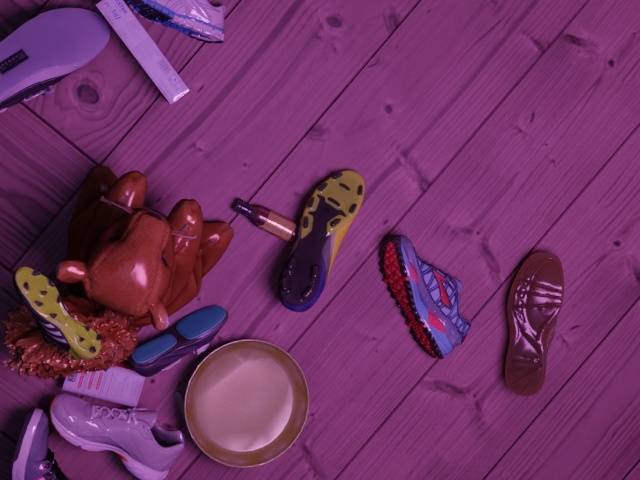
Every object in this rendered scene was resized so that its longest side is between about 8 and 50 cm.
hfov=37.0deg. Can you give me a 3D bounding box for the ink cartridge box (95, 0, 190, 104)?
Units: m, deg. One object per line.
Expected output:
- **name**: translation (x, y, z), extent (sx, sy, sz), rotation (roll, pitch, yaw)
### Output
- **ink cartridge box**: translation (-0.308, -0.334, 1.668), extent (0.046, 0.097, 0.207), rotation (-37, 104, -2)

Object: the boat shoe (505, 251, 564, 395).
- **boat shoe**: translation (0.419, 0.161, 1.898), extent (0.105, 0.089, 0.285), rotation (12, 95, 14)

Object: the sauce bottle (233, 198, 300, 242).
- **sauce bottle**: translation (-0.101, -0.039, 1.784), extent (0.128, 0.042, 0.042), rotation (27, 93, -11)

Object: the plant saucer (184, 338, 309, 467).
- **plant saucer**: translation (-0.141, 0.305, 1.804), extent (0.241, 0.037, 0.240), rotation (0, 89, -18)

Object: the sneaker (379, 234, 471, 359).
- **sneaker**: translation (0.207, 0.093, 1.847), extent (0.125, 0.104, 0.261), rotation (-32, 108, -22)

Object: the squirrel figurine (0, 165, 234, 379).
- **squirrel figurine**: translation (-0.338, 0.086, 1.591), extent (0.281, 0.370, 0.397), rotation (33, 92, -14)

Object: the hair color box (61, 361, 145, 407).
- **hair color box**: translation (-0.400, 0.257, 1.776), extent (0.141, 0.043, 0.072), rotation (17, 96, -14)

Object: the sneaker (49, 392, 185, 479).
- **sneaker**: translation (-0.365, 0.336, 1.755), extent (0.262, 0.099, 0.121), rotation (34, 114, -21)

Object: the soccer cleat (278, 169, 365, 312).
- **soccer cleat**: translation (-0.001, 0.000, 1.787), extent (0.093, 0.121, 0.289), rotation (23, 74, 6)

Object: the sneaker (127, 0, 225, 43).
- **sneaker**: translation (-0.248, -0.412, 1.673), extent (0.191, 0.071, 0.082), rotation (16, 83, -37)

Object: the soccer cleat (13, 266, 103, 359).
- **soccer cleat**: translation (-0.399, 0.114, 1.413), extent (0.072, 0.060, 0.179), rotation (-20, 119, 34)

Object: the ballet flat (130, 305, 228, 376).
- **ballet flat**: translation (-0.259, 0.192, 1.778), extent (0.203, 0.074, 0.074), rotation (-29, 104, -22)

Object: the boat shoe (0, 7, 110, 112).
- **boat shoe**: translation (-0.499, -0.292, 1.636), extent (0.306, 0.105, 0.113), rotation (-42, 93, -26)

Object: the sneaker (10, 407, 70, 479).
- **sneaker**: translation (-0.473, 0.454, 1.752), extent (0.179, 0.124, 0.295), rotation (8, 105, -7)

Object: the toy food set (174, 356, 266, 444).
- **toy food set**: translation (-0.173, 0.309, 1.828), extent (0.192, 0.038, 0.132), rotation (-24, 103, -6)
